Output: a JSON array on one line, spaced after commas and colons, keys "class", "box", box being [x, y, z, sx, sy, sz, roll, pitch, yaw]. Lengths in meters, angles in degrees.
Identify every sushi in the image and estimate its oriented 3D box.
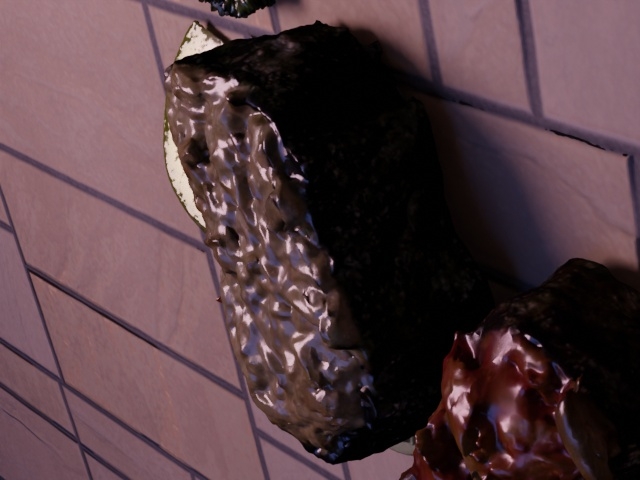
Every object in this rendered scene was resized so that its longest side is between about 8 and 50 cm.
[{"class": "sushi", "box": [0.174, 0.165, 1.162, 0.196, 0.182, 0.343, 38, 148, 22]}, {"class": "sushi", "box": [0.000, 0.000, 1.254, 0.211, 0.171, 0.350, -20, 90, 52]}]

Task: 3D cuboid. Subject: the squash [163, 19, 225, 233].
[{"class": "squash", "box": [-0.051, -0.053, 1.484, 0.237, 0.155, 0.204, 46, 111, 26]}]

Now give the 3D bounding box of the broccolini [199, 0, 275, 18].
[{"class": "broccolini", "box": [-0.080, -0.272, 1.280, 0.091, 0.068, 0.202, -125, 23, -51]}]

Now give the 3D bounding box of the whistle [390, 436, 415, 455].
[{"class": "whistle", "box": [0.031, 0.117, 1.440, 0.258, 0.067, 0.126, 30, 142, 34]}]
